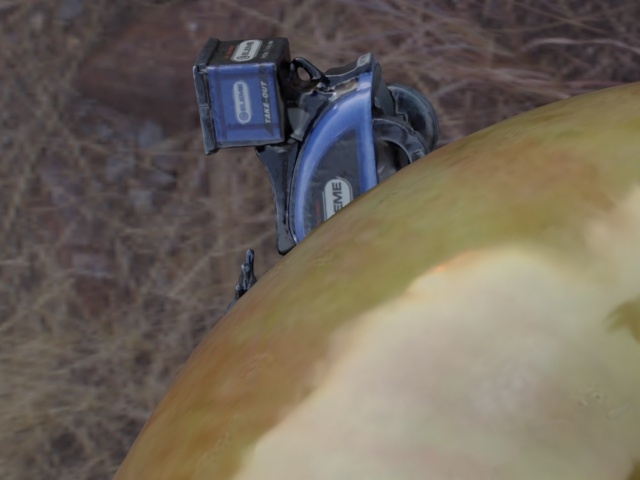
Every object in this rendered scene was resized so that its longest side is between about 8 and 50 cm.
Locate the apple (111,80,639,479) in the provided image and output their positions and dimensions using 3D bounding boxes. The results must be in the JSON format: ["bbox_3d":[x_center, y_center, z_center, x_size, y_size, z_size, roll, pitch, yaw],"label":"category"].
[{"bbox_3d":[0.112,0.156,0.478,0.392,0.346,0.391,-2,58,4],"label":"apple"}]

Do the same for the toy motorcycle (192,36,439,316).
[{"bbox_3d":[0.000,0.000,1.512,0.213,0.125,0.358,-2,114,9],"label":"toy motorcycle"}]
